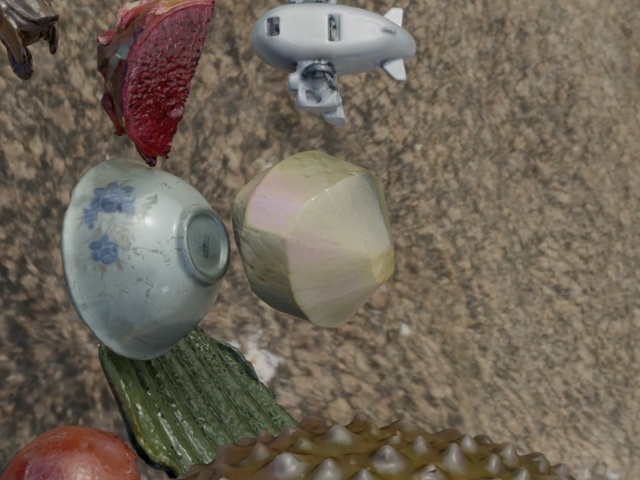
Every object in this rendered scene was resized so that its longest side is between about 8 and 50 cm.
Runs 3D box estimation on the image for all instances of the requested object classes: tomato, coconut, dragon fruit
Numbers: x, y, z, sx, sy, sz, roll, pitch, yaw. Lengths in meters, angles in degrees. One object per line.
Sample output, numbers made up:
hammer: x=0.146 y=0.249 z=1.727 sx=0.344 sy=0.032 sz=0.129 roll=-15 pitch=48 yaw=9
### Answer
tomato: x=-0.350 y=0.364 z=1.213 sx=0.184 sy=0.208 sz=0.208 roll=-7 pitch=85 yaw=-33
coconut: x=0.000 y=0.000 z=1.270 sx=0.259 sy=0.259 sz=0.259 roll=2 pitch=83 yaw=-14
dragon fruit: x=-0.275 y=-0.257 z=1.283 sx=0.126 sy=0.161 sz=0.274 roll=4 pitch=113 yaw=-43

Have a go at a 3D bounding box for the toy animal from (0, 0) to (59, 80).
toy animal: x=-0.383 y=-0.276 z=1.135 sx=0.089 sy=0.188 sz=0.179 roll=-26 pitch=131 yaw=-31

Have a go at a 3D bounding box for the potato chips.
potato chips: x=-0.187 y=0.283 z=1.443 sx=0.070 sy=0.358 sz=0.429 roll=-45 pitch=73 yaw=24

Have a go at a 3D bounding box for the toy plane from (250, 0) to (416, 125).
toy plane: x=0.021 y=-0.311 z=1.386 sx=0.267 sy=0.122 sz=0.267 roll=3 pitch=74 yaw=-10

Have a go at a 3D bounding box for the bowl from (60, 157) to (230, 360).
bowl: x=-0.223 y=0.017 z=1.303 sx=0.313 sy=0.146 sz=0.313 roll=26 pitch=59 yaw=-54

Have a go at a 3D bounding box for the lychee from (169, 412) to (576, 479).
lychee: x=0.034 y=0.292 z=0.576 sx=0.432 sy=0.380 sz=0.380 roll=-22 pitch=89 yaw=6
